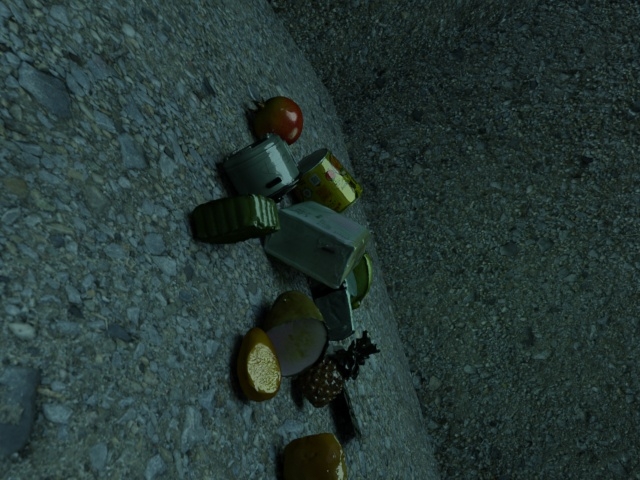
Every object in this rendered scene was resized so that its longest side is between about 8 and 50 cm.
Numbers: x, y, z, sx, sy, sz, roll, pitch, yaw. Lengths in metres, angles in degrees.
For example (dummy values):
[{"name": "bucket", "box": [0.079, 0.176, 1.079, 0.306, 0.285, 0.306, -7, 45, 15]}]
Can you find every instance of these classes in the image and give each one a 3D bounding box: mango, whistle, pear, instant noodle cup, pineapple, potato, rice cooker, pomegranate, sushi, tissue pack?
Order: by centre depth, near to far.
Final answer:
[{"name": "mango", "box": [-0.176, 0.340, 1.321, 0.141, 0.102, 0.217, 23, 42, -37]}, {"name": "potato", "box": [-0.085, 0.275, 1.556, 0.266, 0.229, 0.229, -110, 175, -70]}, {"name": "pineapple", "box": [0.062, 0.429, 1.639, 0.141, 0.310, 0.170, 55, -14, -9]}, {"name": "rice cooker", "box": [-0.196, -0.233, 1.660, 0.227, 0.241, 0.280, 62, -12, -17]}, {"name": "tissue pack", "box": [0.000, 0.000, 1.882, 0.205, 0.331, 0.405, -67, 170, 15]}, {"name": "sushi", "box": [0.095, 0.669, 1.920, 0.264, 0.050, 0.290, 64, 8, -77]}, {"name": "pomegranate", "box": [-0.199, -0.519, 2.059, 0.256, 0.221, 0.221, 33, 32, -22]}, {"name": "whistle", "box": [0.057, 0.231, 2.079, 0.405, 0.168, 0.188, -90, 156, -50]}, {"name": "instant noodle cup", "box": [0.003, -0.268, 2.276, 0.254, 0.325, 0.326, 54, 21, -22]}, {"name": "pear", "box": [0.161, 0.202, 2.332, 0.164, 0.238, 0.256, 8, 62, -79]}]

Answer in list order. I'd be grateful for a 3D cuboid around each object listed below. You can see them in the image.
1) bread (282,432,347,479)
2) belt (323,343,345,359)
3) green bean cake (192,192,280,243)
[{"name": "bread", "box": [-0.005, 0.712, 1.288, 0.149, 0.195, 0.344, 61, 15, -49]}, {"name": "belt", "box": [0.007, 0.428, 1.826, 0.359, 0.094, 0.126, 46, 28, -55]}, {"name": "green bean cake", "box": [-0.236, -0.058, 1.376, 0.200, 0.214, 0.113, 13, 65, -72]}]
